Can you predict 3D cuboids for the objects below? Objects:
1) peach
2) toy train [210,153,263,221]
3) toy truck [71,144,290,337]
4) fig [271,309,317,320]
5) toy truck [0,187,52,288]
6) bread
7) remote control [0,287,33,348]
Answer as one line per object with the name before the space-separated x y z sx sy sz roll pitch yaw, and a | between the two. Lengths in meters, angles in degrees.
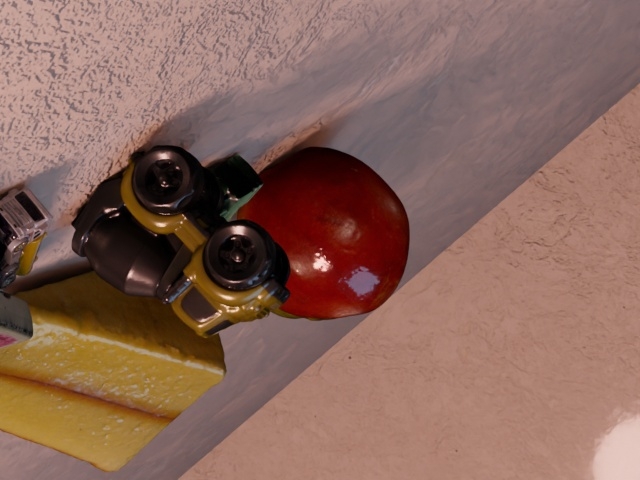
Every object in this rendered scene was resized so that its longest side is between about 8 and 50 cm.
peach | 0.000 0.000 1.844 0.243 0.243 0.199 -45 161 28
toy train | -0.150 -0.025 1.699 0.170 0.071 0.111 -47 172 37
toy truck | -0.147 0.014 1.484 0.165 0.224 0.147 -45 169 -1
fig | 0.001 0.008 2.057 0.203 0.203 0.225 -21 117 -55
toy truck | -0.300 -0.003 1.370 0.063 0.052 0.123 -36 170 -33
bread | -0.326 0.107 1.710 0.233 0.245 0.361 -41 138 21
remote control | -0.383 0.070 1.302 0.145 0.050 0.344 -14 169 2
